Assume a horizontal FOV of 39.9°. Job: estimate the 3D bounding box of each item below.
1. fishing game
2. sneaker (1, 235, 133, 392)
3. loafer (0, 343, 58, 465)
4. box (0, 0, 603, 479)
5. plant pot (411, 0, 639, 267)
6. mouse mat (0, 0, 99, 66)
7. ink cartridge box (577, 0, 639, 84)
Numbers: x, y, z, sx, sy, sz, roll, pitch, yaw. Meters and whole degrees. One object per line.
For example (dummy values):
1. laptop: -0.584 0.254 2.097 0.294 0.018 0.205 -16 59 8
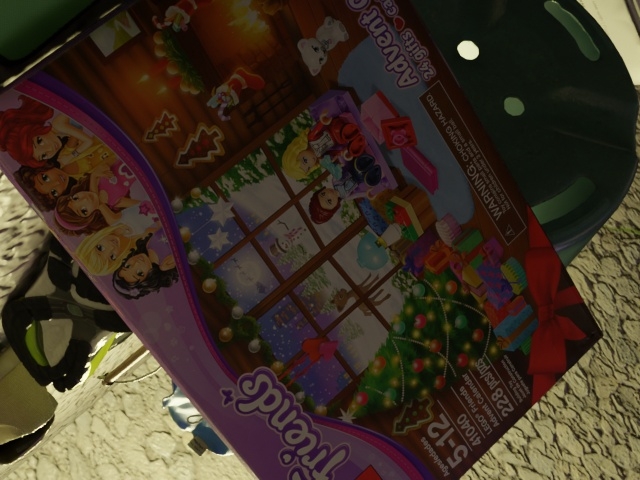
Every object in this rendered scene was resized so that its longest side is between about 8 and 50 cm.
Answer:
1. fishing game: -0.048 0.157 0.736 0.189 0.264 0.041 -36 -148 44
2. sneaker: -0.159 0.018 0.723 0.300 0.111 0.121 -33 -170 43
3. loafer: -0.343 0.194 0.941 0.102 0.092 0.268 -39 177 -30
4. box: 0.000 0.000 0.444 0.201 0.293 0.057 -40 -160 -15
5. plant pot: 0.064 -0.035 0.720 0.341 0.341 0.334 -40 170 -26
6. mouse mat: -0.078 -0.128 0.293 0.153 0.007 0.189 -41 179 -2
7. ink cartridge box: 0.320 -0.281 1.001 0.226 0.131 0.306 -38 -157 -16
